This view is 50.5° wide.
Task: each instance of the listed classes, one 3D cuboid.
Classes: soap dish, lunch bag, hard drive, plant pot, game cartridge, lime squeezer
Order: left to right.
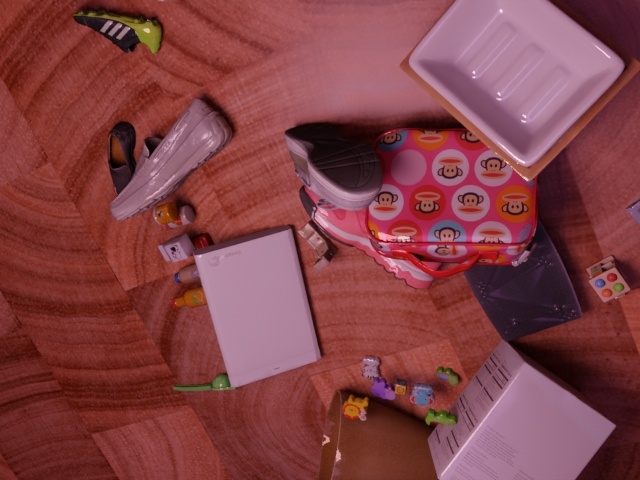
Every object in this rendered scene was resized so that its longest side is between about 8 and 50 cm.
[{"bbox_3d":[-0.224,0.299,1.553,0.110,0.059,0.310,43,118,-5],"label":"lime squeezer"},{"bbox_3d":[-0.127,0.139,1.414,0.203,0.040,0.307,-16,111,-11],"label":"hard drive"},{"bbox_3d":[0.140,0.454,1.439,0.255,0.237,0.237,10,116,-6],"label":"plant pot"},{"bbox_3d":[0.224,-0.060,1.164,0.293,0.120,0.258,3,71,13],"label":"lunch bag"},{"bbox_3d":[0.366,0.056,1.276,0.172,0.054,0.254,-24,105,24],"label":"hard drive"},{"bbox_3d":[0.306,-0.268,1.065,0.291,0.118,0.229,47,107,18],"label":"soap dish"},{"bbox_3d":[0.587,-0.060,1.185,0.056,0.017,0.083,48,117,-3],"label":"game cartridge"}]

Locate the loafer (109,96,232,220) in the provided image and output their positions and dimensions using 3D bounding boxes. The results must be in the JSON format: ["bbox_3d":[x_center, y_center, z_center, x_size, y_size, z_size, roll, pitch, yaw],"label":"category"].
[{"bbox_3d":[-0.316,-0.157,1.362,0.319,0.112,0.111,-37,93,18],"label":"loafer"}]

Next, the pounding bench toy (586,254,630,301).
[{"bbox_3d":[0.531,0.083,1.234,0.052,0.065,0.083,-34,100,26],"label":"pounding bench toy"}]

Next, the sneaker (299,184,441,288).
[{"bbox_3d":[0.110,-0.041,1.295,0.314,0.116,0.136,32,106,-7],"label":"sneaker"}]

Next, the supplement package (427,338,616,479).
[{"bbox_3d":[0.367,0.364,1.283,0.199,0.198,0.262,35,96,0],"label":"supplement package"}]

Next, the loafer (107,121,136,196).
[{"bbox_3d":[-0.419,-0.157,1.412,0.062,0.061,0.170,6,114,13],"label":"loafer"}]

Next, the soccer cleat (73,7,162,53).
[{"bbox_3d":[-0.392,-0.401,1.303,0.179,0.060,0.072,13,117,8],"label":"soccer cleat"}]

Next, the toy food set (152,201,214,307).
[{"bbox_3d":[-0.297,0.026,1.424,0.105,0.111,0.232,-16,115,22],"label":"toy food set"}]

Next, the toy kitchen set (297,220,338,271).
[{"bbox_3d":[0.000,0.000,1.349,0.083,0.075,0.068,46,116,-5],"label":"toy kitchen set"}]

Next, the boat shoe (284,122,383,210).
[{"bbox_3d":[0.019,-0.118,1.183,0.118,0.320,0.103,-15,119,-17],"label":"boat shoe"}]

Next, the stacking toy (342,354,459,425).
[{"bbox_3d":[0.169,0.311,1.380,0.221,0.167,0.052,6,114,13],"label":"stacking toy"}]
